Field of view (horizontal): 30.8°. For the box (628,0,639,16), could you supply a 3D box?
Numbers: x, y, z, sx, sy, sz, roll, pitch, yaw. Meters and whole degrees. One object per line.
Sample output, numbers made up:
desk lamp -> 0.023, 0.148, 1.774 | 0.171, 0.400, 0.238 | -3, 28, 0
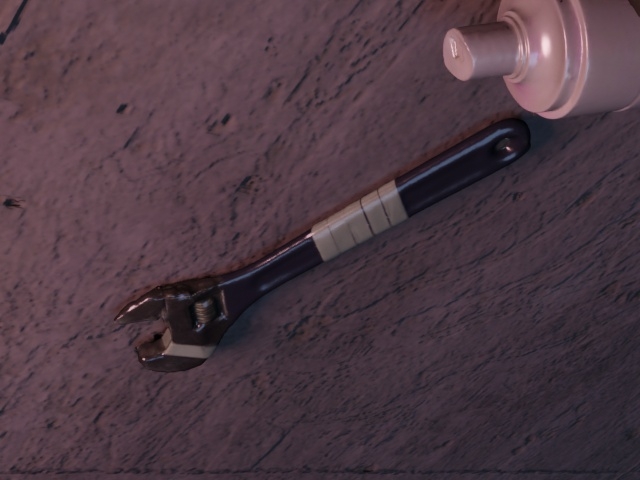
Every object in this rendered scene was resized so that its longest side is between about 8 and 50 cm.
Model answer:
box -> 0.233, -0.214, 0.499 | 0.291, 0.166, 0.220 | -12, 146, -15

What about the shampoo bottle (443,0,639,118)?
shampoo bottle -> 0.214, -0.125, 0.678 | 0.303, 0.092, 0.092 | -11, 145, -18

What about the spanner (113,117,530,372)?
spanner -> 0.000, 0.000, 0.789 | 0.316, 0.024, 0.087 | -30, 141, 10
